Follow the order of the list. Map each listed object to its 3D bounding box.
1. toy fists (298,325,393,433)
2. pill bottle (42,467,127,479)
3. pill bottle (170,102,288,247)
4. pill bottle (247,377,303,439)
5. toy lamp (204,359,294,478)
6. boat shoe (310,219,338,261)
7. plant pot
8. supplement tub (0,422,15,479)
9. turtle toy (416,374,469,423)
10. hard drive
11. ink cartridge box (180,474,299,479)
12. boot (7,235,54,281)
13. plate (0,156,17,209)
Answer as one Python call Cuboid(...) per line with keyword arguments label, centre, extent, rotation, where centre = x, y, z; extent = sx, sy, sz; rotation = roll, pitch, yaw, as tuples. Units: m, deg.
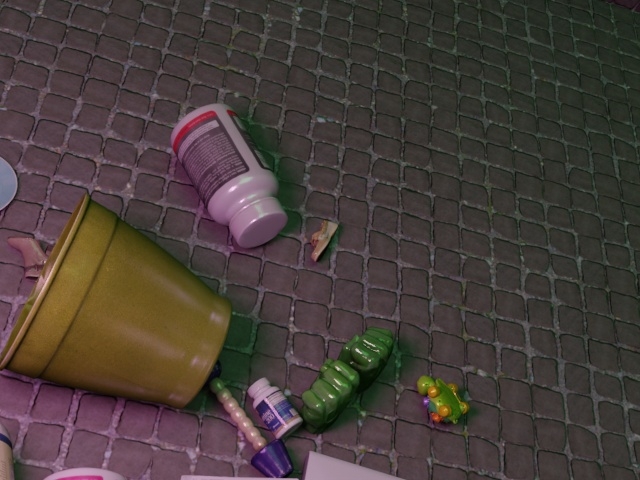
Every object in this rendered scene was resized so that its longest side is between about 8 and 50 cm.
Cuboid(label="toy fists", centre=(0.056, 0.282, 2.015), extent=(0.096, 0.142, 0.279), rotation=(43, 51, 12))
Cuboid(label="pill bottle", centre=(-0.406, 0.546, 1.625), extent=(0.160, 0.160, 0.283), rotation=(6, 53, -17))
Cuboid(label="pill bottle", centre=(-0.204, -0.146, 2.209), extent=(0.176, 0.176, 0.318), rotation=(-17, 63, -31))
Cuboid(label="pill bottle", centre=(-0.096, 0.342, 1.959), extent=(0.067, 0.067, 0.120), rotation=(-27, 68, -34))
Cuboid(label="toy lamp", centre=(-0.152, 0.362, 1.916), extent=(0.080, 0.080, 0.275), rotation=(-27, 69, -35))
Cuboid(label="boat shoe", centre=(0.000, 0.000, 2.267), extent=(0.045, 0.050, 0.135), rotation=(26, 40, 3))
Cuboid(label="plant pot", centre=(-0.373, 0.150, 1.840), extent=(0.353, 0.366, 0.366), rotation=(27, 49, -15))
Cuboid(label="supplement tub", centre=(-0.611, 0.469, 1.553), extent=(0.235, 0.235, 0.325), rotation=(-2, 56, -23))
Cuboid(label="turtle toy", centre=(0.259, 0.347, 2.095), extent=(0.095, 0.066, 0.130), rotation=(4, 47, -48))
Cuboid(label="hard drive", centre=(0.102, 0.555, 1.896), extent=(0.307, 0.040, 0.203), rotation=(18, 51, -8))
Cuboid(label="ink cartridge box", centre=(-0.156, 0.539, 1.802), extent=(0.232, 0.066, 0.189), rotation=(-2, 51, 9))
Cuboid(label="boot", centre=(-0.603, 0.042, 2.000), extent=(0.118, 0.042, 0.087), rotation=(13, 54, -12))
Cuboid(label="plate", centre=(-0.754, -0.121, 2.073), extent=(0.188, 0.024, 0.188), rotation=(10, 53, -14))
